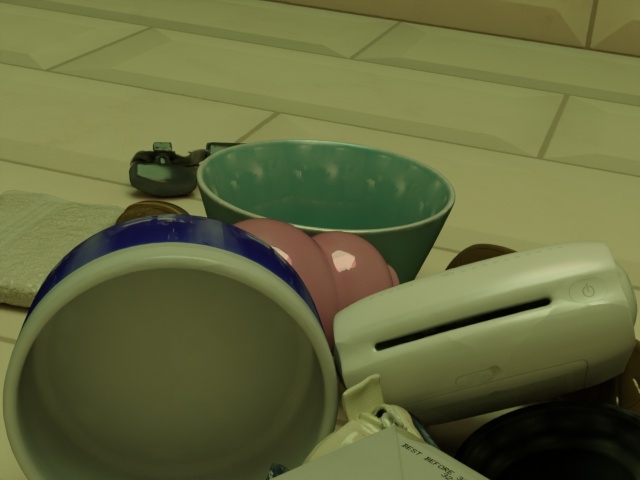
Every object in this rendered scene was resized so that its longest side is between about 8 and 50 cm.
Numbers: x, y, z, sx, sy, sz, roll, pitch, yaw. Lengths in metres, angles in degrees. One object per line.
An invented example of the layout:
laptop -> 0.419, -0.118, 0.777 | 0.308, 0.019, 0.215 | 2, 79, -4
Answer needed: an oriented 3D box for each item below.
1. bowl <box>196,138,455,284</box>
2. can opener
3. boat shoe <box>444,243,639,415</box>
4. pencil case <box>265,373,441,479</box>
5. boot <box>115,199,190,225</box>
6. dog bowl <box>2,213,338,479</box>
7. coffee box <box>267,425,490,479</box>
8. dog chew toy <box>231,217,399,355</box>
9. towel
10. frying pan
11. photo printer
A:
bowl -> 0.000, 0.000, 1.355 | 0.311, 0.163, 0.311 | 5, 22, -2
can opener -> -0.156, -0.104, 1.709 | 0.280, 0.074, 0.093 | -3, 59, -16
boat shoe -> 0.259, 0.118, 1.229 | 0.110, 0.122, 0.341 | 37, 3, -42
pencil case -> 0.139, 0.261, 0.745 | 0.160, 0.184, 0.410 | -27, 38, -33
boot -> -0.184, 0.041, 1.304 | 0.115, 0.112, 0.305 | -21, 35, -28
dog bowl -> -0.122, 0.116, 0.925 | 0.264, 0.265, 0.104 | 2, 22, -7
coffee box -> 0.040, 0.271, 0.553 | 0.168, 0.297, 0.118 | 24, 26, 39
dog chew toy -> -0.074, 0.069, 1.109 | 0.331, 0.207, 0.206 | -8, 26, -24
towel -> -0.376, 0.002, 1.410 | 0.187, 0.049, 0.282 | 9, 23, 9
frying pan -> 0.265, 0.184, 1.039 | 0.326, 0.053, 0.197 | -28, 26, -31
photo printer -> 0.150, 0.090, 0.992 | 0.256, 0.107, 0.307 | -16, -15, 10
